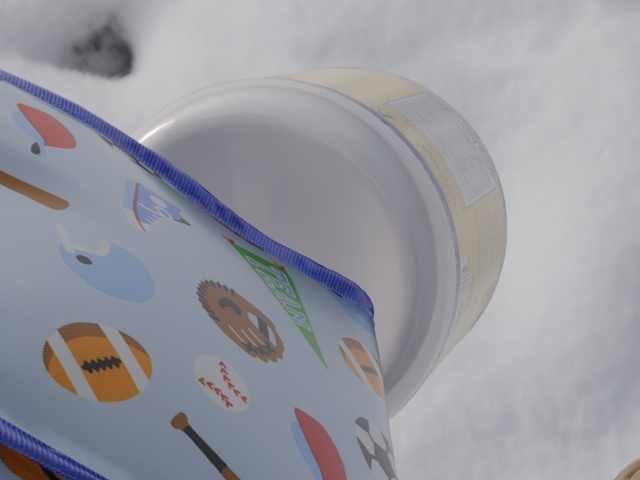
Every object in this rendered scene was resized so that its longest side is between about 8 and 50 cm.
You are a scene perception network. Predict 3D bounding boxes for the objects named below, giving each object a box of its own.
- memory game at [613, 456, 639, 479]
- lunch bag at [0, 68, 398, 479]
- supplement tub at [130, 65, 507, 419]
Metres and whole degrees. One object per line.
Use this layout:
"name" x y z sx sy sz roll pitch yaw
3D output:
"memory game" 0.091 0.140 0.389 0.186 0.012 0.186 -2 98 -15
"lunch bag" -0.169 0.074 0.733 0.385 0.328 0.239 36 108 -21
"supplement tub" 0.000 0.000 1.124 0.241 0.331 0.241 2 98 14
